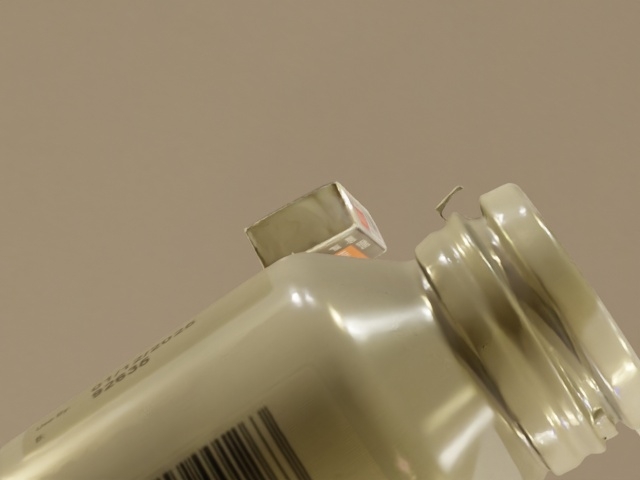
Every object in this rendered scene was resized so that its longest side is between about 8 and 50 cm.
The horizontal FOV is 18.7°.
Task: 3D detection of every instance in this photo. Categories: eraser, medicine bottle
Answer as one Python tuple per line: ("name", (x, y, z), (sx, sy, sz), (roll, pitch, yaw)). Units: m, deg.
("eraser", (0.000, 0.000, 0.967), (0.052, 0.122, 0.029), (-27, -100, 5))
("medicine bottle", (0.001, 0.077, 0.656), (0.215, 0.135, 0.135), (-34, -104, 3))
